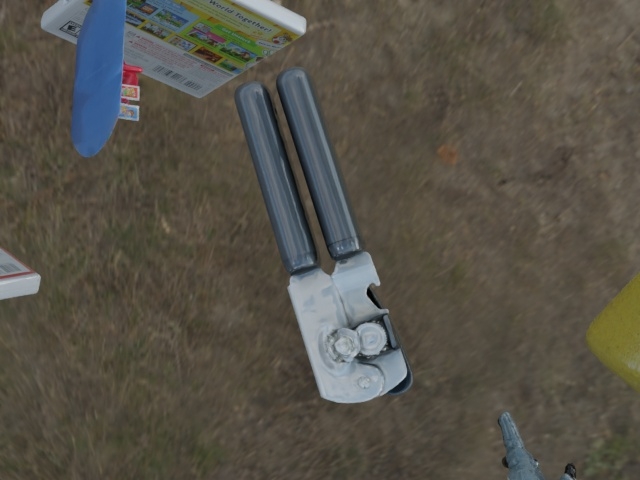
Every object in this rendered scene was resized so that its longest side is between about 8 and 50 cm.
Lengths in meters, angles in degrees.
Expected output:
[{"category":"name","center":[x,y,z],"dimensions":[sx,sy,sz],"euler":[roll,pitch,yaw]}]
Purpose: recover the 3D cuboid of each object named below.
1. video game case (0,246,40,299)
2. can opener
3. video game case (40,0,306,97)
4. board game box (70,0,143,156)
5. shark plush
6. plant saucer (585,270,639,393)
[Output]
[{"category":"video game case","center":[-0.465,-0.002,1.516],"dimensions":[0.285,0.025,0.204],"euler":[32,27,34]},{"category":"can opener","center":[0.000,0.000,1.154],"dimensions":[0.074,0.093,0.280],"euler":[-19,88,7]},{"category":"video game case","center":[-0.167,-0.246,1.603],"dimensions":[0.227,0.206,0.026],"euler":[22,60,-35]},{"category":"board game box","center":[-0.203,-0.162,1.382],"dimensions":[0.033,0.133,0.168],"euler":[8,77,-28]},{"category":"shark plush","center":[0.197,0.216,1.196],"dimensions":[0.067,0.073,0.161],"euler":[-42,40,18]},{"category":"plant saucer","center":[0.397,0.087,0.988],"dimensions":[0.333,0.333,0.081],"euler":[39,34,4]}]
